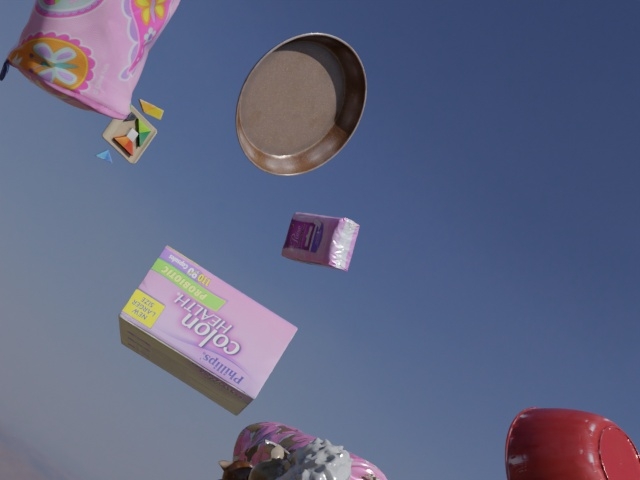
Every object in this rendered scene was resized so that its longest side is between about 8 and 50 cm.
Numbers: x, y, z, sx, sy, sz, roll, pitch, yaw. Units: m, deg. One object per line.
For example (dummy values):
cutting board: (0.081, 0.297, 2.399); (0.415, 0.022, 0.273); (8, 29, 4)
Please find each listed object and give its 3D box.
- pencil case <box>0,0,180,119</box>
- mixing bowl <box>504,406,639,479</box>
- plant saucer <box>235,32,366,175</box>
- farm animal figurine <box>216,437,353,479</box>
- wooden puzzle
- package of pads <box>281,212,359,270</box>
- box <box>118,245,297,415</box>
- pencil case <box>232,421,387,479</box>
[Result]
pencil case: (-0.166, -0.246, 0.879); (0.124, 0.284, 0.124); (26, 7, -4)
mixing bowl: (0.308, 0.269, 1.187); (0.098, 0.181, 0.181); (-28, -63, 39)
plant saucer: (-0.025, -0.153, 1.143); (0.029, 0.168, 0.168); (42, -9, 47)
farm animal figurine: (-0.104, 0.320, 0.926); (0.172, 0.330, 0.327); (29, -14, -8)
wooden puzzle: (-0.284, -0.161, 1.539); (0.014, 0.116, 0.078); (18, -13, 45)
package of pads: (0.000, 0.000, 1.027); (0.032, 0.050, 0.083); (22, -8, -38)
box: (-0.167, 0.137, 1.473); (0.213, 0.117, 0.243); (32, -17, 0)
pencil case: (-0.027, 0.444, 1.913); (0.160, 0.167, 0.386); (5, 1, -29)
